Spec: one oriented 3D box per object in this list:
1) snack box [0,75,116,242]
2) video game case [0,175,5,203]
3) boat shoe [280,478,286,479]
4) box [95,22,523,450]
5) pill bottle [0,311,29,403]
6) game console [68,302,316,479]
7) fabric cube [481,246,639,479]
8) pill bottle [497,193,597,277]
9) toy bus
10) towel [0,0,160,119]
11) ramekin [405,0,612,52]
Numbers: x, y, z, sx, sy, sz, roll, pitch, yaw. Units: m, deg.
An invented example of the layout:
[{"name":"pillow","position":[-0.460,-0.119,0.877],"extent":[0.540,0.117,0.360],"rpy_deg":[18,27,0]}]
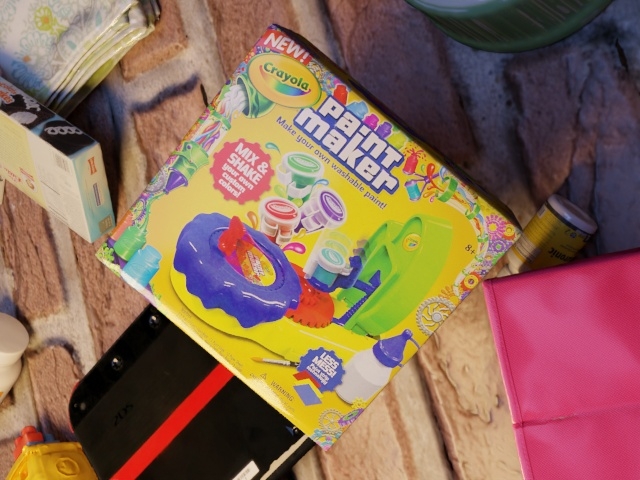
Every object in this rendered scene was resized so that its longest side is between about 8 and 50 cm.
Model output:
[{"name":"snack box","position":[-0.473,-0.149,1.372],"extent":[0.322,0.060,0.187],"rpy_deg":[33,144,24]},{"name":"video game case","position":[-0.655,-0.173,1.579],"extent":[0.190,0.022,0.173],"rpy_deg":[17,101,32]},{"name":"boat shoe","position":[-0.109,0.459,1.181],"extent":[0.095,0.095,0.257],"rpy_deg":[5,75,41]},{"name":"box","position":[-0.006,-0.010,0.837],"extent":[0.290,0.177,0.279],"rpy_deg":[39,102,1]},{"name":"pill bottle","position":[-0.626,0.245,1.509],"extent":[0.136,0.136,0.245],"rpy_deg":[50,116,22]},{"name":"game console","position":[-0.188,0.246,1.222],"extent":[0.386,0.060,0.342],"rpy_deg":[-47,64,15]},{"name":"fabric cube","position":[0.316,0.133,0.779],"extent":[0.258,0.254,0.259],"rpy_deg":[-12,84,16]},{"name":"pill bottle","position":[0.255,0.010,0.959],"extent":[0.065,0.065,0.116],"rpy_deg":[45,115,24]},{"name":"toy bus","position":[-0.479,0.435,1.427],"extent":[0.220,0.149,0.211],"rpy_deg":[-55,51,25]},{"name":"towel","position":[-0.446,-0.416,1.392],"extent":[0.320,0.090,0.374],"rpy_deg":[-35,73,29]},{"name":"ramekin","position":[0.196,-0.372,0.931],"extent":[0.303,0.148,0.303],"rpy_deg":[2,93,34]}]
